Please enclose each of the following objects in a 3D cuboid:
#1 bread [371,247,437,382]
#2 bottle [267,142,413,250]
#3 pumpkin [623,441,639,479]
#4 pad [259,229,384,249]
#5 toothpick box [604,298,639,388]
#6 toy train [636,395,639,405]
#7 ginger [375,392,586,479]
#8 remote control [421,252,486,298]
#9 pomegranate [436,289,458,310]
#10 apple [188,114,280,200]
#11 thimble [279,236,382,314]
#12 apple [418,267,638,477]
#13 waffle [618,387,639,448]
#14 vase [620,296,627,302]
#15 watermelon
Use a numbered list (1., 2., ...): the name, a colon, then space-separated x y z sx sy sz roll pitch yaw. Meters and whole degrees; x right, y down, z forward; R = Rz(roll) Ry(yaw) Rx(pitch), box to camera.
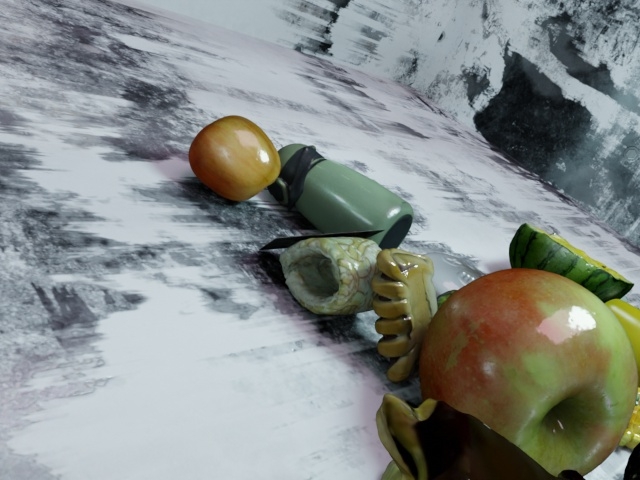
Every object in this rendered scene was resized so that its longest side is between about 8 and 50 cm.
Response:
1. bread: 0.141 0.120 1.001 0.081 0.224 0.134 -2 7 41
2. bottle: 0.029 -0.094 1.339 0.347 0.168 0.169 35 25 24
3. pumpkin: 0.574 0.413 0.921 0.250 0.216 0.249 20 58 -34
4. pad: 0.000 0.000 1.126 0.212 0.143 0.003 -5 82 -20
5. toothpick box: 0.756 0.264 1.403 0.175 0.174 0.271 7 30 -39
6. toy train: 0.588 0.304 1.166 0.103 0.044 0.064 -1 45 -42
7. ginger: 0.188 0.378 0.622 0.359 0.211 0.413 27 31 -36
8. remote control: 0.350 0.135 1.302 0.332 0.103 0.221 35 25 9
9. pomegranate: 0.282 0.164 1.152 0.163 0.125 0.138 14 16 -30
10. apple: -0.176 -0.170 1.259 0.199 0.199 0.199 23 26 -12
11. thimble: 0.029 0.060 1.078 0.144 0.137 0.191 -2 16 -44
12. apple: 0.301 0.198 0.905 0.319 0.318 0.277 18 12 -23
13. waffle: 0.586 0.318 1.252 0.310 0.065 0.283 21 29 -22
14. vase: 0.786 0.202 1.647 0.096 0.096 0.219 39 30 20
15. watermelon: 0.641 0.094 1.583 0.331 0.189 0.330 27 20 -11
